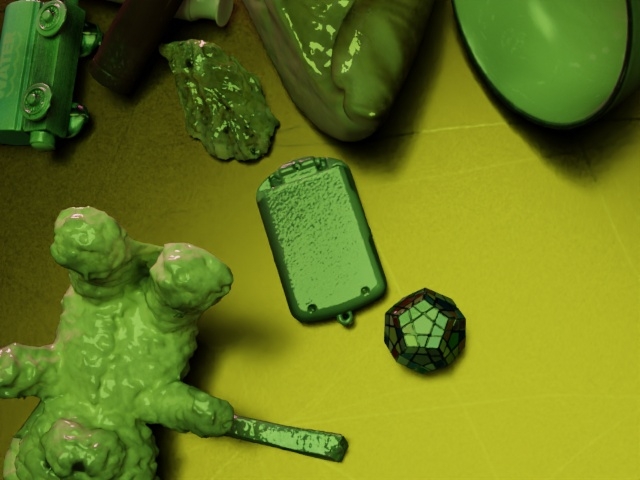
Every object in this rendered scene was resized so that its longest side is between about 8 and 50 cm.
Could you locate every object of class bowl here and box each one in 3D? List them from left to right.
[{"bbox_3d":[0.336,-0.335,1.403,0.185,0.354,0.354,-22,71,-23],"label":"bowl"}]

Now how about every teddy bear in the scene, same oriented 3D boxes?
[{"bbox_3d":[-0.276,0.211,1.351,0.327,0.375,0.362,20,64,-4],"label":"teddy bear"}]

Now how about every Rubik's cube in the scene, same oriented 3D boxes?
[{"bbox_3d":[0.135,0.117,1.417,0.111,0.111,0.093,0,50,9],"label":"Rubik's cube"}]

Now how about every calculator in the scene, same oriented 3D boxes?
[{"bbox_3d":[0.000,0.000,1.495,0.141,0.045,0.246,-20,73,4],"label":"calculator"}]

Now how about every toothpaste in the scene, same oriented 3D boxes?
[{"bbox_3d":[-0.288,-0.385,1.636,0.323,0.066,0.100,17,56,14],"label":"toothpaste"}]

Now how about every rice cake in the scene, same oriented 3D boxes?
[{"bbox_3d":[-0.069,0.253,1.441,0.211,0.043,0.034,11,70,12],"label":"rice cake"}]

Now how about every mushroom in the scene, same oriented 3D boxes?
[{"bbox_3d":[0.056,-0.343,1.515,0.314,0.224,0.397,-22,80,-12],"label":"mushroom"}]

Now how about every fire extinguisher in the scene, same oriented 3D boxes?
[{"bbox_3d":[-0.243,-0.342,1.560,0.267,0.072,0.089,-56,49,20],"label":"fire extinguisher"}]

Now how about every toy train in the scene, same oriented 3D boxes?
[{"bbox_3d":[-0.419,-0.249,1.613,0.159,0.101,0.248,0,74,26],"label":"toy train"}]

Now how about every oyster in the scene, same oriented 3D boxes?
[{"bbox_3d":[-0.144,-0.208,1.562,0.133,0.072,0.209,-20,75,7],"label":"oyster"}]
